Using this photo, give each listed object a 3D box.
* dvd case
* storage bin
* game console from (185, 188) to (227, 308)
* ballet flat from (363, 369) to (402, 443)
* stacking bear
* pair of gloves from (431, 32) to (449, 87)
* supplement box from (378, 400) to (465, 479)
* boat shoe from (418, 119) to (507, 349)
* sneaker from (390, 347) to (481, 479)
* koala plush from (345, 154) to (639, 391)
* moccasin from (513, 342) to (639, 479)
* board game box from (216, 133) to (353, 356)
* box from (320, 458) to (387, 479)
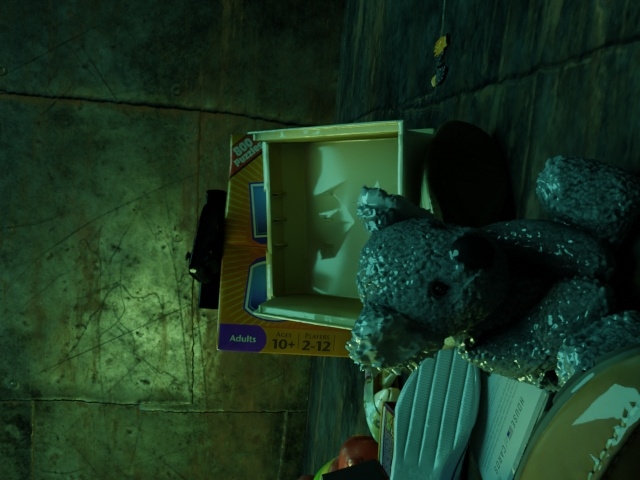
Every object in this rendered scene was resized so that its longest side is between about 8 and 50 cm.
[{"bbox_3d":[0.203,0.167,0.681,0.238,0.030,0.179,-100,16,-62],"label":"dvd case"},{"bbox_3d":[0.022,-0.024,0.807,0.123,0.260,0.262,-12,-77,-56],"label":"storage bin"},{"bbox_3d":[-0.186,0.006,0.966,0.361,0.044,0.213,134,139,-79],"label":"game console"},{"bbox_3d":[0.127,0.282,1.127,0.079,0.077,0.221,-50,31,44],"label":"ballet flat"},{"bbox_3d":[0.064,0.497,1.166,0.164,0.175,0.289,-97,20,-46],"label":"stacking bear"},{"bbox_3d":[0.210,-0.316,1.018,0.074,0.010,0.083,166,107,-83],"label":"pair of gloves"},{"bbox_3d":[0.145,0.311,0.856,0.188,0.081,0.104,152,121,-83],"label":"supplement box"},{"bbox_3d":[0.164,-0.016,0.713,0.098,0.109,0.302,115,164,-59],"label":"boat shoe"},{"bbox_3d":[0.135,0.250,0.705,0.091,0.094,0.258,18,-91,-64],"label":"sneaker"},{"bbox_3d":[0.130,0.041,0.500,0.203,0.221,0.196,121,154,-66],"label":"koala plush"},{"bbox_3d":[0.184,0.241,0.349,0.147,0.139,0.380,-122,39,-69],"label":"moccasin"},{"bbox_3d":[0.000,0.000,1.111,0.356,0.357,0.356,-135,50,-81],"label":"board game box"},{"bbox_3d":[0.087,0.489,0.847,0.184,0.103,0.261,174,82,-81],"label":"box"}]
